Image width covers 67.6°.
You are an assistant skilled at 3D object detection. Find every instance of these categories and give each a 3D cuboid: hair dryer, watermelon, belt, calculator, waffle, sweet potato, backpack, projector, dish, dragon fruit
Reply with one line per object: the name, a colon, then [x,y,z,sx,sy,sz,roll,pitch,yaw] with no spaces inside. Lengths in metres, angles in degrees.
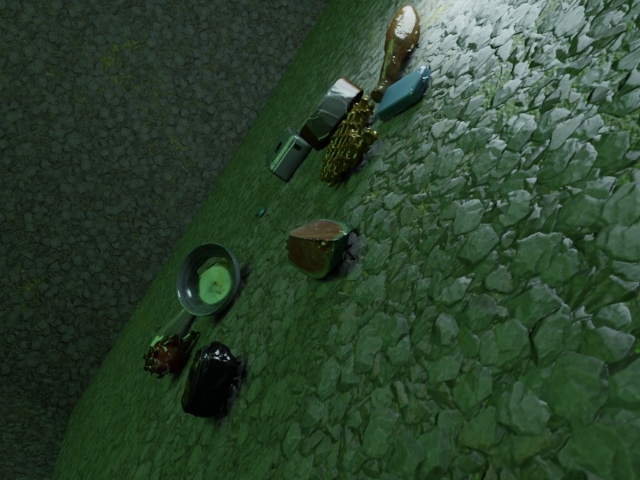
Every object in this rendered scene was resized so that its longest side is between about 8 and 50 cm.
hair dryer: [-0.628,0.376,2.074,0.296,0.119,0.298,-50,9,1]
watermelon: [0.017,0.006,1.190,0.146,0.128,0.231,-37,26,-27]
belt: [0.041,-0.437,1.653,0.261,0.105,0.184,-50,-3,-7]
calculator: [0.233,-0.416,1.364,0.210,0.039,0.121,-16,47,59]
waffle: [0.086,-0.292,1.477,0.260,0.069,0.293,-46,23,36]
sweet potato: [0.248,-0.613,1.529,0.109,0.109,0.385,-19,48,58]
backpack: [-0.311,0.382,1.332,0.258,0.133,0.206,-9,60,70]
projector: [-0.145,-0.374,2.036,0.192,0.099,0.256,-53,21,13]
dish: [-0.395,0.154,1.797,0.274,0.134,0.273,-7,73,23]
dragon fruit: [-0.560,0.421,1.817,0.236,0.135,0.137,-44,15,-27]

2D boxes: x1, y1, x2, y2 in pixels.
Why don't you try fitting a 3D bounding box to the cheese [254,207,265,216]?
cheese: [-0.259,-0.120,2.044,0.047,0.017,0.111,-59,21,-13]
